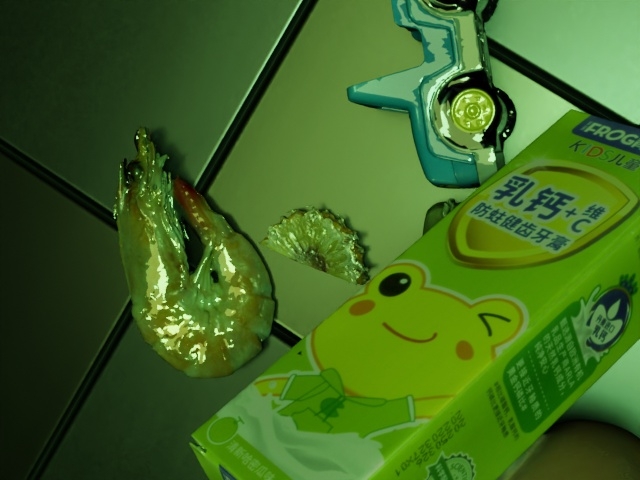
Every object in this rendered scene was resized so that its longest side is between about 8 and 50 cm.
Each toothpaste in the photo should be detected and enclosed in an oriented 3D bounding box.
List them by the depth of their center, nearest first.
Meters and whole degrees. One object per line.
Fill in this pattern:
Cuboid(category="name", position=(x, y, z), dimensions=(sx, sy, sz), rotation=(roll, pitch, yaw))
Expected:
Cuboid(category="toothpaste", position=(0.085, 0.055, 0.627), dimensions=(0.327, 0.110, 0.077), rotation=(-39, 127, -18))

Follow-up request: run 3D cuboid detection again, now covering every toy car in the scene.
Cuboid(category="toy car", position=(0.069, -0.121, 0.727), dimensions=(0.100, 0.097, 0.191), rotation=(-9, 91, 14))

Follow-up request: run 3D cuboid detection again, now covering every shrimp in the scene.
Cuboid(category="shrimp", position=(-0.098, 0.008, 0.808), dimensions=(0.101, 0.042, 0.190), rotation=(-21, 88, -7))

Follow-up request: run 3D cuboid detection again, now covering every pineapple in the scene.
Cuboid(category="pineapple", position=(0.000, 0.000, 0.792), dimensions=(0.083, 0.019, 0.045), rotation=(25, 102, 13))

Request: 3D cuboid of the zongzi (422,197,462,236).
Cuboid(category="zongzi", position=(0.122, 0.028, 0.751), dimensions=(0.113, 0.052, 0.104), rotation=(7, 98, 3))

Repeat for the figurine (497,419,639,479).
Cuboid(category="figurine", position=(0.217, 0.165, 0.644), dimensions=(0.388, 0.277, 0.248), rotation=(-26, 121, 17))
